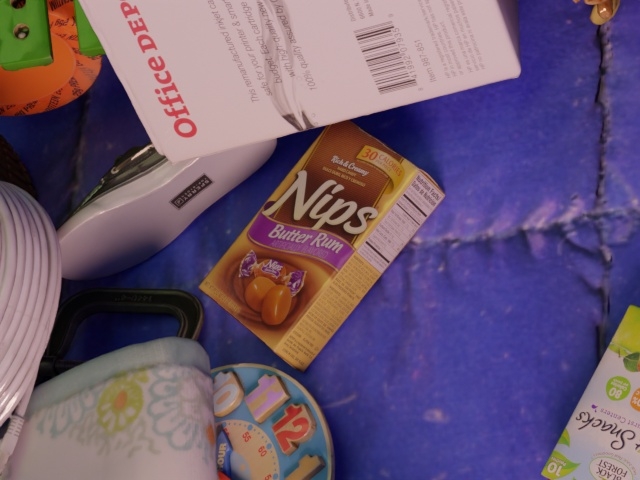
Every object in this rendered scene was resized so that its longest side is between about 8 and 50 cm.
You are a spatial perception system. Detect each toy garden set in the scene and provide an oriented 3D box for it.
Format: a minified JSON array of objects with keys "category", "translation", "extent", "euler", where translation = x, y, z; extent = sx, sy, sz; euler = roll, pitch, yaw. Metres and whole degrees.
[{"category":"toy garden set","translation":[-0.287,-0.233,1.668],"extent":[0.244,0.049,0.204],"euler":[-9,77,4]}]

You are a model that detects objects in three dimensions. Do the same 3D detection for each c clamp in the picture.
[{"category":"c clamp","translation":[-0.178,0.092,1.651],"extent":[0.160,0.022,0.137],"euler":[-4,45,16]}]

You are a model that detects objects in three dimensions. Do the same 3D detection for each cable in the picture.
[{"category":"cable","translation":[-0.323,0.062,1.613],"extent":[0.257,0.089,0.257],"euler":[6,72,42]}]

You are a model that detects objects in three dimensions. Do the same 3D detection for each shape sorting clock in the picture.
[{"category":"shape sorting clock","translation":[-0.078,0.194,1.549],"extent":[0.206,0.040,0.206],"euler":[-15,58,25]}]

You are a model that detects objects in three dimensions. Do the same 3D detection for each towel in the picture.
[{"category":"towel","translation":[-0.226,0.279,1.542],"extent":[0.374,0.090,0.321],"euler":[-27,54,28]}]

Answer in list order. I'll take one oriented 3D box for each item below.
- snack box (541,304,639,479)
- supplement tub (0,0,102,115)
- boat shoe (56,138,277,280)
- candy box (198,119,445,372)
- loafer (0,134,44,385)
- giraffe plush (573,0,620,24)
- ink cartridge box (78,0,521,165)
[{"category":"snack box","translation":[0.233,0.127,1.391],"extent":[0.100,0.037,0.141],"euler":[22,79,39]},{"category":"supplement tub","translation":[-0.293,-0.298,1.836],"extent":[0.207,0.207,0.338],"euler":[-21,55,21]},{"category":"boat shoe","translation":[-0.144,-0.054,1.700],"extent":[0.228,0.080,0.076],"euler":[-37,46,9]},{"category":"candy box","translation":[0.000,0.000,1.595],"extent":[0.187,0.053,0.109],"euler":[-51,50,-3]},{"category":"loafer","translation":[-0.306,0.014,1.747],"extent":[0.092,0.102,0.269],"euler":[-20,57,15]},{"category":"giraffe plush","translation":[0.210,-0.263,1.537],"extent":[0.210,0.181,0.171],"euler":[12,84,54]},{"category":"ink cartridge box","translation":[-0.018,-0.213,1.566],"extent":[0.307,0.223,0.129],"euler":[-13,39,15]}]
